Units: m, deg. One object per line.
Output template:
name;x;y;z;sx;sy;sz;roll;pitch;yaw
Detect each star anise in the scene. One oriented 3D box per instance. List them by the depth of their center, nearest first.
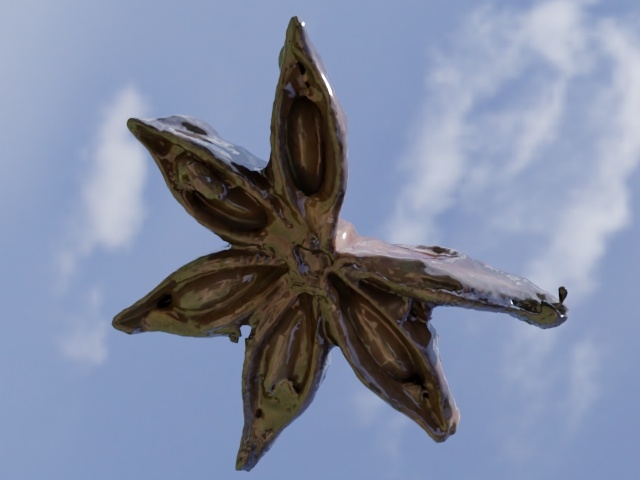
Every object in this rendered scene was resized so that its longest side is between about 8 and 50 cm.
star anise;-0.010;0.013;0.873;0.172;0.208;0.063;-43;-177;14
